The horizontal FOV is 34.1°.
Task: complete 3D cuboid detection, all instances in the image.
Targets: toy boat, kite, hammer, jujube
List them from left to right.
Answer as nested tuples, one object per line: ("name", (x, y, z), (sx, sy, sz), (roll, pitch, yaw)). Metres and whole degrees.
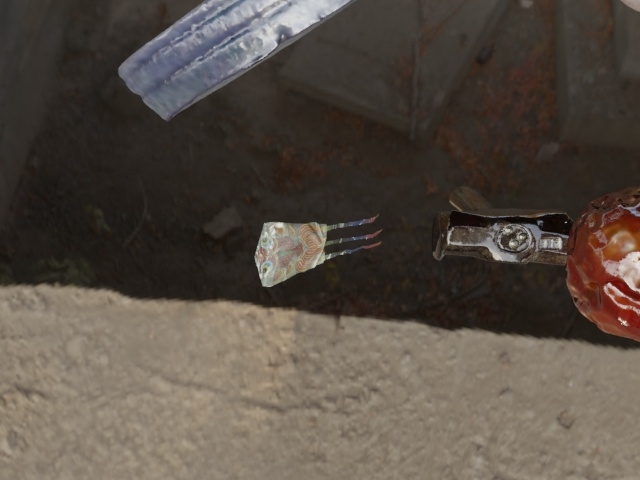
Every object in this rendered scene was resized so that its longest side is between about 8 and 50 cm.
("toy boat", (-0.058, -0.200, 0.925), (0.283, 0.078, 0.127), (-29, 10, 19))
("kite", (0.001, 0.002, 1.698), (0.229, 0.127, 0.016), (-16, 42, -18))
("hammer", (0.308, -0.050, 1.971), (0.242, 0.095, 0.409), (2, 15, -5))
("jujube", (0.357, 0.022, 1.153), (0.174, 0.174, 0.250), (27, 16, 16))

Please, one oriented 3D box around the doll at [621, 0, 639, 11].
("doll", (0.507, -0.328, 1.312), (0.287, 0.151, 0.151), (25, 58, 16))
